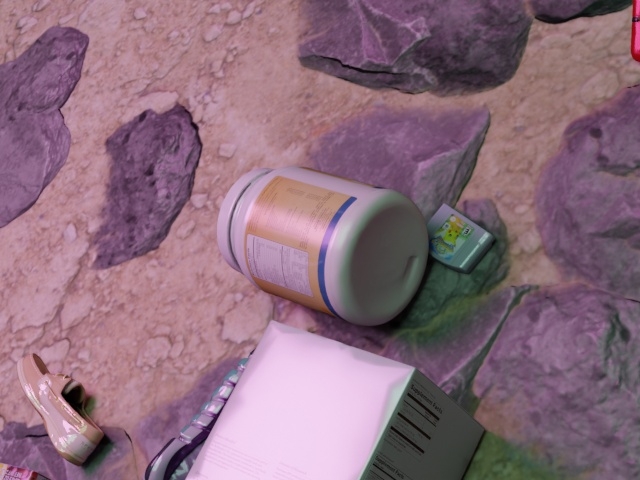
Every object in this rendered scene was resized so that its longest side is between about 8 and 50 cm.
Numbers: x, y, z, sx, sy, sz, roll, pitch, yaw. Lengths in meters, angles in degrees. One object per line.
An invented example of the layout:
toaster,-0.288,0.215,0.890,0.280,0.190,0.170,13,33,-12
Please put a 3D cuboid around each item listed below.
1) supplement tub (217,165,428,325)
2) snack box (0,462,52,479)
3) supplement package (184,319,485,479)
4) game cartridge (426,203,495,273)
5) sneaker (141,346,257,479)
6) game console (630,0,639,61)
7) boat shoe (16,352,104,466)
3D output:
supplement tub,0.000,0.000,1.536,0.199,0.144,0.144,17,73,43
snack box,-0.406,0.356,1.652,0.174,0.070,0.207,3,65,37
supplement package,0.010,0.215,1.378,0.194,0.149,0.203,15,71,42
game cartridge,0.140,0.000,1.524,0.056,0.017,0.083,-53,45,0
sneaker,-0.086,0.207,1.526,0.098,0.083,0.224,38,70,9
game console,0.405,-0.244,1.492,0.144,0.085,0.124,5,96,40
boat shoe,-0.302,0.189,1.697,0.059,0.063,0.170,-41,54,3
